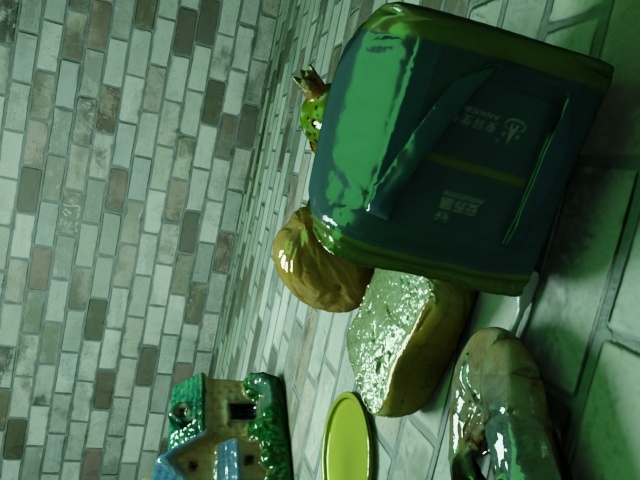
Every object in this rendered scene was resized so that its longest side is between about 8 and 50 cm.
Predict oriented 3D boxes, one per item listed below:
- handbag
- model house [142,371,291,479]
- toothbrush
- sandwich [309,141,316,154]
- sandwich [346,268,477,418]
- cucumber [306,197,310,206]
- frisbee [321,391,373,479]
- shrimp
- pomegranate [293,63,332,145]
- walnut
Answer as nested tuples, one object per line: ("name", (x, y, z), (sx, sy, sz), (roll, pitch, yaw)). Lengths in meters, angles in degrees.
("handbag", (0.128, -0.094, 0.548), (0.222, 0.263, 0.241), (-112, 33, -71))
("model house", (-0.292, 0.561, 1.401), (0.382, 0.343, 0.334), (-99, 24, -47))
("toothbrush", (0.198, 0.161, 0.597), (0.025, 0.019, 0.275), (-122, 45, -72))
("sandwich", (0.025, -0.300, 1.345), (0.193, 0.058, 0.162), (-105, 30, -59))
("sandwich", (0.118, 0.113, 0.769), (0.226, 0.087, 0.251), (-113, 36, -59))
("cucumber", (0.000, -0.037, 1.033), (0.072, 0.081, 0.303), (40, 131, 44))
("frisbee", (0.047, 0.400, 0.952), (0.236, 0.017, 0.236), (-170, 90, -73))
("shrimp", (0.175, 0.232, 0.516), (0.178, 0.075, 0.289), (114, 152, -50))
("pomegranate", (0.019, -0.291, 1.146), (0.159, 0.205, 0.159), (-28, 36, 23))
("walnut", (0.017, 0.028, 0.917), (0.193, 0.226, 0.193), (-17, 55, 26))
